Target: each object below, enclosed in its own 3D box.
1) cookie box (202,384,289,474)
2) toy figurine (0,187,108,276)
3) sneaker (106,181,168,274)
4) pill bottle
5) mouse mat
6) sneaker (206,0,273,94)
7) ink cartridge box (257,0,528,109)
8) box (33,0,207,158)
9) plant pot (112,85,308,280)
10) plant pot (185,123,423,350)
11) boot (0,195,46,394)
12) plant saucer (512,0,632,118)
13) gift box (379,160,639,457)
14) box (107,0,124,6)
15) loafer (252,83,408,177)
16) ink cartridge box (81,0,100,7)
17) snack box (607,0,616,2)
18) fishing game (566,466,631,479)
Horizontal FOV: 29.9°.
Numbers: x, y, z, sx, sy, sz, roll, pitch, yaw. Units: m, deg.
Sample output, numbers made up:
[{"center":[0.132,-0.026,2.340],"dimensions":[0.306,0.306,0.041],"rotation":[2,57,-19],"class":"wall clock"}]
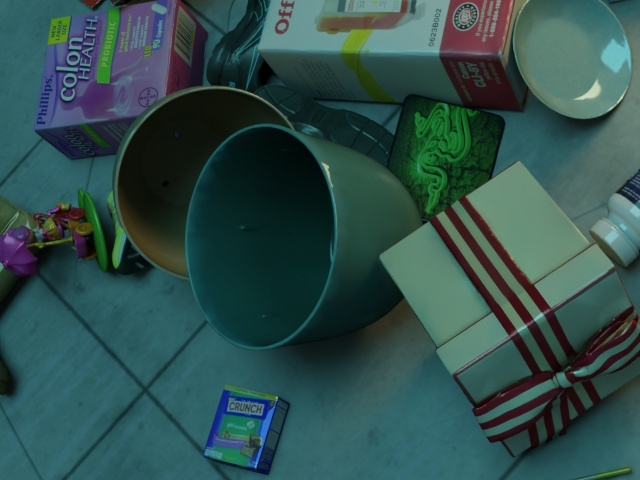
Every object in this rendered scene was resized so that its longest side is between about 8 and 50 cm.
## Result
[{"center":[-0.105,0.266,1.693],"dimensions":[0.092,0.040,0.107],"rotation":[8,71,27],"class":"cookie box"},{"center":[-0.431,-0.007,1.871],"dimensions":[0.159,0.130,0.173],"rotation":[-14,37,-17],"class":"toy figurine"},{"center":[-0.299,-0.039,1.893],"dimensions":[0.094,0.081,0.208],"rotation":[-5,60,29],"class":"sneaker"},{"center":[0.436,-0.047,1.566],"dimensions":[0.169,0.094,0.094],"rotation":[-43,59,1],"class":"pill bottle"},{"center":[0.174,-0.113,1.728],"dimensions":[0.153,0.007,0.189],"rotation":[14,72,6],"class":"mouse mat"},{"center":[-0.076,-0.346,1.926],"dimensions":[0.106,0.101,0.267],"rotation":[28,89,19],"class":"sneaker"},{"center":[0.129,-0.359,1.792],"dimensions":[0.385,0.160,0.279],"rotation":[5,71,25],"class":"ink cartridge box"},{"center":[-0.326,-0.264,1.971],"dimensions":[0.243,0.117,0.213],"rotation":[-5,67,22],"class":"box"},{"center":[-0.182,-0.099,1.778],"dimensions":[0.284,0.284,0.191],"rotation":[-49,25,-2],"class":"plant pot"},{"center":[0.000,0.000,1.619],"dimensions":[0.293,0.235,0.293],"rotation":[-3,85,46],"class":"plant pot"},{"center":[-0.518,0.083,1.922],"dimensions":[0.236,0.089,0.269],"rotation":[29,80,30],"class":"boot"},{"center":[0.347,-0.260,1.683],"dimensions":[0.195,0.037,0.195],"rotation":[4,79,-21],"class":"plant saucer"},{"center":[0.267,0.099,1.492],"dimensions":[0.255,0.276,0.258],"rotation":[-38,44,7],"class":"gift box"},{"center":[-0.223,-0.553,1.988],"dimensions":[0.381,0.191,0.143],"rotation":[-34,102,4],"class":"box"},{"center":[0.014,-0.148,1.807],"dimensions":[0.267,0.084,0.096],"rotation":[29,55,16],"class":"loafer"},{"center":[-0.387,-0.648,2.179],"dimensions":[0.385,0.091,0.308],"rotation":[-48,59,-3],"class":"ink cartridge box"},{"center":[0.554,-0.470,1.718],"dimensions":[0.322,0.060,0.187],"rotation":[-12,64,18],"class":"snack box"},{"center":[0.345,0.407,1.443],"dimensions":[0.189,0.041,0.264],"rotation":[-13,64,21],"class":"fishing game"}]
